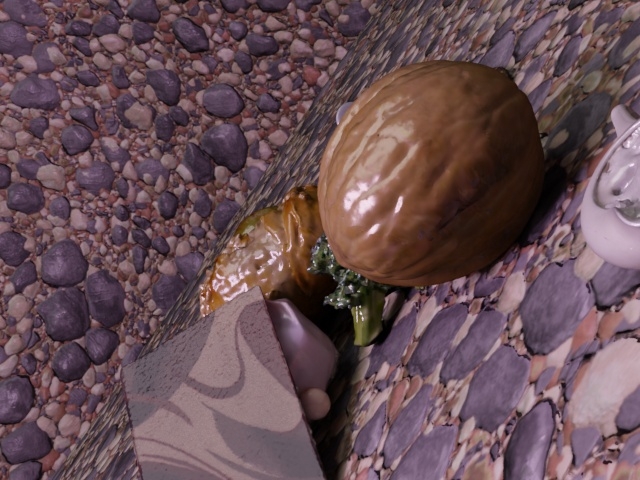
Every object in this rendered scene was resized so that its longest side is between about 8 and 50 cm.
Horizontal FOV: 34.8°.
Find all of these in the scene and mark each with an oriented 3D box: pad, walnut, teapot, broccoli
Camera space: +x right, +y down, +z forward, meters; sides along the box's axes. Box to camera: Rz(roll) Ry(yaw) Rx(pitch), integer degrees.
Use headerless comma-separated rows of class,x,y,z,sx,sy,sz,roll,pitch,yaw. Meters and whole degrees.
pad,-0.119,0.220,1.165,0.220,0.004,0.330,-32,47,9
walnut,0.113,-0.066,1.073,0.261,0.225,0.225,-46,13,7
teapot,0.260,-0.046,0.773,0.145,0.092,0.226,-47,14,23
broccoli,0.059,0.047,1.238,0.167,0.154,0.160,174,90,-74

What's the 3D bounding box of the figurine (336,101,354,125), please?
figurine,0.106,-0.180,1.629,0.192,0.147,0.126,-36,-6,1

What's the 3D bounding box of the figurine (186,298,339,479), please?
figurine,-0.071,0.205,1.237,0.200,0.133,0.276,-22,38,58

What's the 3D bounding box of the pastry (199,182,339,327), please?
pastry,-0.052,0.042,1.415,0.311,0.162,0.255,-50,-16,6

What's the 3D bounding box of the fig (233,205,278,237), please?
fig,-0.102,0.034,1.804,0.151,0.151,0.259,-61,10,-24

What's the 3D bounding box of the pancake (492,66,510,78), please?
pancake,0.207,-0.173,1.468,0.190,0.020,0.184,-38,20,55
